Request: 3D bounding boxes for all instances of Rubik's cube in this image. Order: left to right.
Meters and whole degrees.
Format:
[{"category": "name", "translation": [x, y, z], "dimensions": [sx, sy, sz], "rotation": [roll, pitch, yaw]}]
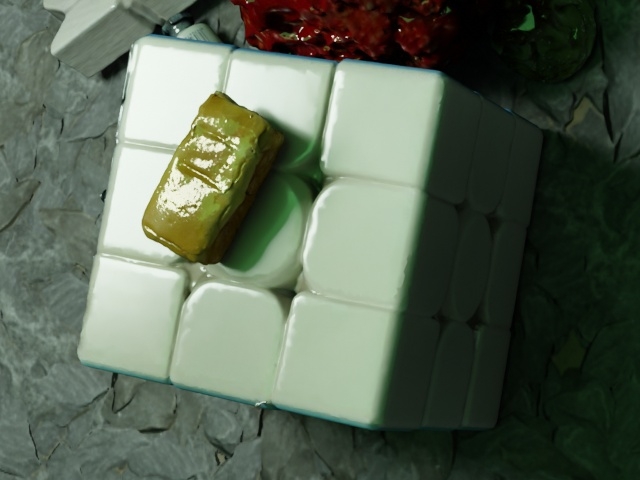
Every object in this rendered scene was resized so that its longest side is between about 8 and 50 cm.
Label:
[{"category": "Rubik's cube", "translation": [0.000, 0.000, 1.498], "dimensions": [0.292, 0.290, 0.291], "rotation": [8, 87, 24]}]

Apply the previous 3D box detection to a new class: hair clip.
[{"category": "hair clip", "translation": [-0.143, -0.290, 1.752], "dimensions": [0.331, 0.085, 0.101], "rotation": [-34, 52, 25]}]

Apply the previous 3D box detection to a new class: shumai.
[{"category": "shumai", "translation": [0.185, -0.205, 1.556], "dimensions": [0.099, 0.087, 0.124], "rotation": [-48, 62, 16]}]

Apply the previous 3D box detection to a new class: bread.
[{"category": "bread", "translation": [-0.085, -0.047, 1.352], "dimensions": [0.074, 0.053, 0.132], "rotation": [35, 100, 24]}]

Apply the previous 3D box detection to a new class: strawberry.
[{"category": "strawberry", "translation": [0.052, -0.239, 1.535], "dimensions": [0.274, 0.274, 0.220], "rotation": [-41, 75, 18]}]

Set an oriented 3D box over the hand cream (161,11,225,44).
[{"category": "hand cream", "translation": [-0.083, -0.135, 1.722], "dimensions": [0.080, 0.050, 0.234], "rotation": [-39, 70, 9]}]
